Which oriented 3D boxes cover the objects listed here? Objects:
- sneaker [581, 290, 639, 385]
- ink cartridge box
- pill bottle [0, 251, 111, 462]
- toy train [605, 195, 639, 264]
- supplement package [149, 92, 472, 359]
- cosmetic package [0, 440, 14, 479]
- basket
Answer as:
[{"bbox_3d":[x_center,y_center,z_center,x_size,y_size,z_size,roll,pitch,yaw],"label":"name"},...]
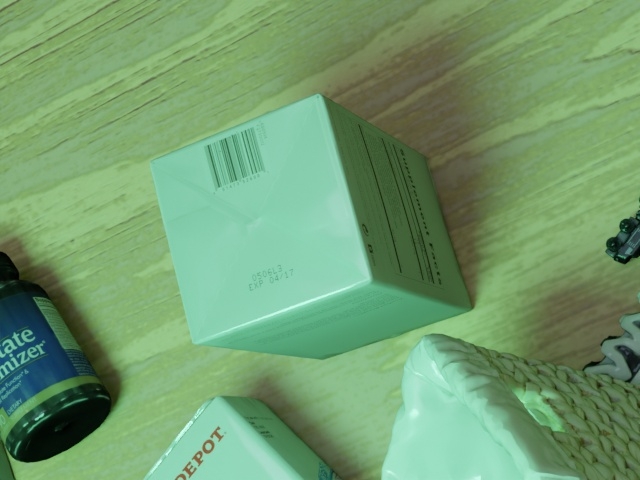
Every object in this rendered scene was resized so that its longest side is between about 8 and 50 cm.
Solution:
[{"bbox_3d":[0.348,0.060,1.253,0.118,0.110,0.292,34,104,16],"label":"sneaker"},{"bbox_3d":[-0.050,0.317,1.363,0.278,0.117,0.201,42,99,22],"label":"ink cartridge box"},{"bbox_3d":[-0.331,0.122,1.507,0.123,0.123,0.219,-42,67,12],"label":"pill bottle"},{"bbox_3d":[0.328,-0.044,1.311,0.036,0.027,0.158,37,97,20],"label":"toy train"},{"bbox_3d":[0.000,0.000,1.295,0.177,0.293,0.175,-20,75,18],"label":"supplement package"},{"bbox_3d":[-0.388,0.347,1.511,0.127,0.107,0.238,-26,70,17],"label":"cosmetic package"},{"bbox_3d":[0.197,0.283,1.091,0.266,0.328,0.331,9,102,-12],"label":"basket"}]
